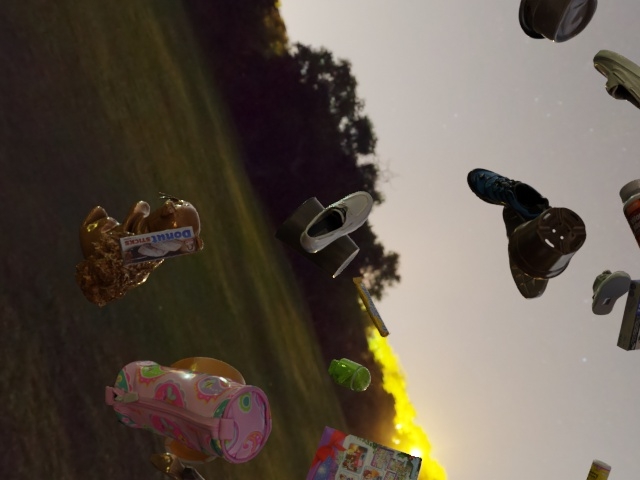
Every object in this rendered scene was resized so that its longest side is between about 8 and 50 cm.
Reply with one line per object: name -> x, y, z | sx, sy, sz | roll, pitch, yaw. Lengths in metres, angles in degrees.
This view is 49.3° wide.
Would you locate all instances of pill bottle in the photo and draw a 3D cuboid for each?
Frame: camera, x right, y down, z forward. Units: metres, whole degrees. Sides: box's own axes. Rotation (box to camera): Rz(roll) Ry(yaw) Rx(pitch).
pill bottle -> 0.959, -0.067, 2.036 | 0.121, 0.121, 0.221 | 79, 3, -54
pill bottle -> 0.653, 0.565, 1.651 | 0.043, 0.043, 0.083 | -172, -78, -85

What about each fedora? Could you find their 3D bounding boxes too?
fedora -> 0.690, -0.668, 1.964 | 0.275, 0.244, 0.124 | 101, -33, -46

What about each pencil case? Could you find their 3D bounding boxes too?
pencil case -> -0.212, 0.264, 1.103 | 0.284, 0.124, 0.124 | 5, -59, 37

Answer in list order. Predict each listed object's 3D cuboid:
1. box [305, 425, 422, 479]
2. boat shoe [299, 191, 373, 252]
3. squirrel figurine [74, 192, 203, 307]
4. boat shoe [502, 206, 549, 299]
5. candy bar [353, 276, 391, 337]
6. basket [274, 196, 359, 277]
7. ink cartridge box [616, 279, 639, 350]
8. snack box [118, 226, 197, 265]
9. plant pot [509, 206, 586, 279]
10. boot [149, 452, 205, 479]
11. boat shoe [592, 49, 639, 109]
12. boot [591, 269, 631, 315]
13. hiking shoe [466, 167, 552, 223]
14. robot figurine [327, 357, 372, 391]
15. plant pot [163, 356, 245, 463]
box -> 0.056, 0.518, 1.303 | 0.057, 0.201, 0.293 | 82, 27, -56
boat shoe -> 0.052, -0.068, 2.014 | 0.096, 0.268, 0.088 | 53, -22, 15
squirrel figurine -> -0.551, 0.026, 2.148 | 0.281, 0.371, 0.397 | 62, 24, -24
boat shoe -> 0.677, 0.036, 2.275 | 0.130, 0.132, 0.355 | 57, 30, -55
candy bar -> 0.122, 0.160, 1.666 | 0.040, 0.018, 0.161 | -3, 62, -60
basket -> 0.000, 0.000, 2.265 | 0.227, 0.204, 0.154 | 42, -38, 10
ink cartridge box -> 0.934, 0.217, 2.036 | 0.046, 0.097, 0.207 | -147, -120, -61
snack box -> -0.381, 0.012, 1.645 | 0.022, 0.178, 0.064 | -24, -100, 57
plant pot -> 0.591, -0.002, 1.795 | 0.165, 0.167, 0.167 | 95, -24, -71
boot -> -0.279, 0.472, 1.383 | 0.042, 0.118, 0.087 | -50, 143, -44
boat shoe -> 0.752, -0.392, 1.734 | 0.095, 0.084, 0.258 | 40, 12, -38
boot -> 1.003, 0.148, 2.436 | 0.258, 0.095, 0.123 | 94, 4, -55
hiking shoe -> 0.608, -0.163, 2.233 | 0.304, 0.113, 0.132 | 33, -19, 23
robot figurine -> 0.077, 0.345, 1.790 | 0.101, 0.115, 0.067 | 37, 74, -61
plant pot -> -0.291, 0.415, 1.662 | 0.188, 0.205, 0.205 | -86, 166, -51
